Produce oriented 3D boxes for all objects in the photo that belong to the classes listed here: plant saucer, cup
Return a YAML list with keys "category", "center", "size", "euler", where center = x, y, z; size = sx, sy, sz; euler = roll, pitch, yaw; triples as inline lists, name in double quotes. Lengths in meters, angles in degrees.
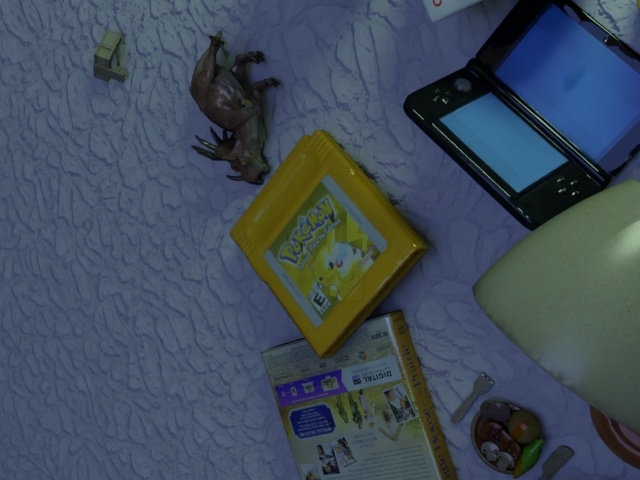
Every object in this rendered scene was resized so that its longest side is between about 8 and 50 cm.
- category: "plant saucer"
  center: [0.496, 0.254, 1.180]
  size: [0.200, 0.037, 0.199]
  euler: [5, 100, 33]
- category: "cup"
  center: [0.399, 0.062, 1.028]
  size: [0.331, 0.331, 0.237]
  euler: [39, 107, 23]

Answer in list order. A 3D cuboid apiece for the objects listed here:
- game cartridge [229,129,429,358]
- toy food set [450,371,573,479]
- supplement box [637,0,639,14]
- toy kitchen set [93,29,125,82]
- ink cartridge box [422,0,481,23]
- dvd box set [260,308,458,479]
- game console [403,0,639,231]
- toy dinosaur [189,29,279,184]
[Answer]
- category: "game cartridge"
  center: [0.000, 0.000, 1.434]
  size: [0.285, 0.053, 0.323]
  euler: [-51, 62, 22]
- category: "toy food set"
  center: [0.304, 0.326, 1.318]
  size: [0.192, 0.038, 0.132]
  euler: [41, 117, 22]
- category: "supplement box"
  center: [0.516, -0.294, 1.015]
  size: [0.194, 0.129, 0.191]
  euler: [-13, 90, 26]
- category: "toy kitchen set"
  center: [-0.446, -0.392, 1.732]
  size: [0.068, 0.075, 0.083]
  euler: [21, 152, -7]
- category: "ink cartridge box"
  center: [0.251, -0.446, 1.144]
  size: [0.233, 0.168, 0.171]
  euler: [-17, 103, 34]
- category: "dvd box set"
  center: [0.079, 0.365, 1.464]
  size: [0.308, 0.062, 0.420]
  euler: [-22, 84, 34]
- category: "game console"
  center: [0.315, -0.201, 1.162]
  size: [0.293, 0.250, 0.173]
  euler: [47, 146, 20]
- category: "toy dinosaur"
  center: [-0.188, -0.260, 1.522]
  size: [0.200, 0.127, 0.295]
  euler: [-44, 67, 38]
